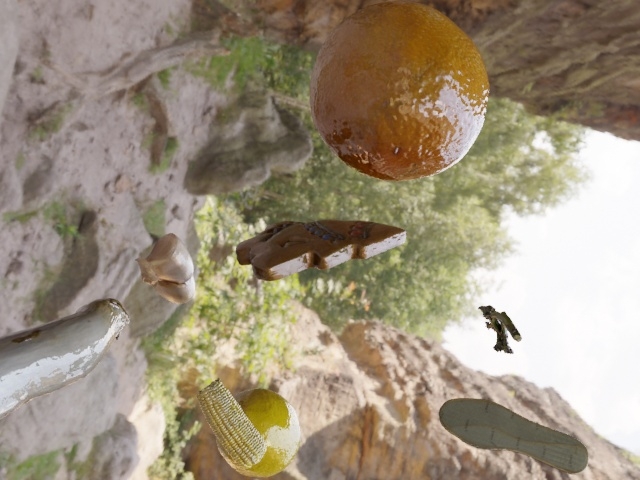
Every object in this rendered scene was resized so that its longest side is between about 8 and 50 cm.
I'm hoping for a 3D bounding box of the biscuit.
[{"bbox_3d":[0.000,-0.001,1.119,0.278,0.301,0.043,-101,-176,-74],"label":"biscuit"}]

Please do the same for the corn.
[{"bbox_3d":[-0.161,0.330,1.134,0.063,0.165,0.085,-36,176,24],"label":"corn"}]

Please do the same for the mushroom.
[{"bbox_3d":[-0.499,0.206,1.113,0.397,0.177,0.126,-23,107,-45],"label":"mushroom"}]

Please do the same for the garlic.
[{"bbox_3d":[-0.325,0.064,1.385,0.099,0.124,0.175,-44,142,-36],"label":"garlic"}]

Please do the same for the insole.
[{"bbox_3d":[0.442,0.444,1.443,0.009,0.348,0.119,96,15,-59],"label":"insole"}]

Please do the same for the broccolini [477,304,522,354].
[{"bbox_3d":[0.404,0.211,1.380,0.062,0.123,0.271,-35,178,3],"label":"broccolini"}]

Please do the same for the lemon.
[{"bbox_3d":[-0.133,0.401,1.323,0.203,0.178,0.178,57,42,-42],"label":"lemon"}]

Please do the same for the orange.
[{"bbox_3d":[0.109,-0.214,0.907,0.264,0.264,0.264,18,90,-87],"label":"orange"}]
